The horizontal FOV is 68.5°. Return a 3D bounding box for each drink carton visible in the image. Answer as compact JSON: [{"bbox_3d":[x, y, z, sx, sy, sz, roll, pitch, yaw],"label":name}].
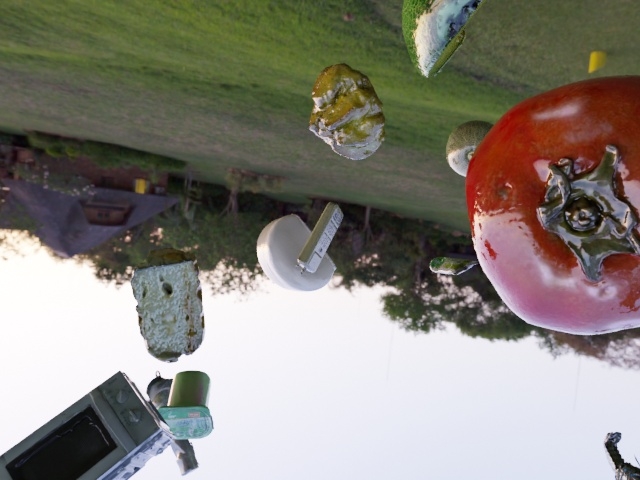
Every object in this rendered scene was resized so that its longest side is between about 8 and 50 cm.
[{"bbox_3d":[-0.368,0.455,1.321,0.146,0.144,0.142,-1,-146,-5],"label":"drink carton"}]

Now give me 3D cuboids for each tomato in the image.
[{"bbox_3d":[0.362,-0.046,0.628,0.293,0.325,0.290,-22,174,30],"label":"tomato"}]

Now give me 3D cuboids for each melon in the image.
[{"bbox_3d":[0.377,-0.223,1.150,0.139,0.139,0.192,6,-155,20],"label":"melon"},{"bbox_3d":[0.181,-0.357,0.656,0.129,0.265,0.169,41,-136,0],"label":"melon"}]

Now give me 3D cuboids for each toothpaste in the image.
[{"bbox_3d":[0.377,0.076,1.384,0.078,0.047,0.248,-26,-177,-8],"label":"toothpaste"}]

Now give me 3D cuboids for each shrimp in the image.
[{"bbox_3d":[0.659,0.495,0.990,0.082,0.076,0.174,7,-147,-11],"label":"shrimp"}]

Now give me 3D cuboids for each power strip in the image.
[{"bbox_3d":[0.000,0.000,1.031,0.028,0.169,0.076,25,171,21],"label":"power strip"}]

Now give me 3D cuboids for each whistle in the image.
[{"bbox_3d":[-0.482,0.584,1.538,0.142,0.346,0.134,-33,158,8],"label":"whistle"}]

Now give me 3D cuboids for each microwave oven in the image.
[{"bbox_3d":[-0.348,0.324,0.719,0.208,0.122,0.162,-36,161,-23],"label":"microwave oven"}]

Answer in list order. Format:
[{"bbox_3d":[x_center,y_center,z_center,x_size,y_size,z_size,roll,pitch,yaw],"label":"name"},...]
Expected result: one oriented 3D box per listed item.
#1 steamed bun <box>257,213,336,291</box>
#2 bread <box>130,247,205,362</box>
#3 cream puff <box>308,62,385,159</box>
[{"bbox_3d":[-0.085,0.053,1.408,0.164,0.242,0.146,-39,-170,-22],"label":"steamed bun"},{"bbox_3d":[-0.297,0.128,0.929,0.128,0.232,0.088,-8,-156,-19],"label":"bread"},{"bbox_3d":[0.072,-0.335,1.235,0.244,0.196,0.244,41,-167,-11],"label":"cream puff"}]
